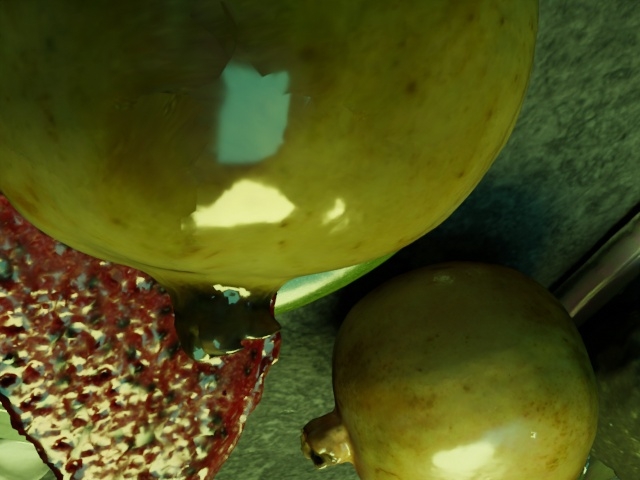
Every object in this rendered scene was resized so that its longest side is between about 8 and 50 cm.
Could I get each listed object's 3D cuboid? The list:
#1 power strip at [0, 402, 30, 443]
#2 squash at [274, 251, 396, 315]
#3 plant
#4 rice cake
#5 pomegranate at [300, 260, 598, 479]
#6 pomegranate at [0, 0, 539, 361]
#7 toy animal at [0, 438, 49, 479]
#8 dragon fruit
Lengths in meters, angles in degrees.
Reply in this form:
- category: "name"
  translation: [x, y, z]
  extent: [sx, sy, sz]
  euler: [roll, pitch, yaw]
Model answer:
- category: "power strip"
  translation: [-0.203, 0.146, 0.741]
  extent: [0.052, 0.078, 0.272]
  euler: [-41, 137, 22]
- category: "squash"
  translation: [0.001, 0.003, 0.697]
  extent: [0.318, 0.080, 0.071]
  euler: [-27, 176, 5]
- category: "plant"
  translation: [0.339, 0.171, 0.898]
  extent: [0.199, 0.188, 0.276]
  euler: [-42, 175, -22]
- category: "rice cake"
  translation: [0.308, 0.027, 0.879]
  extent: [0.055, 0.049, 0.270]
  euler: [20, 122, -38]
- category: "pomegranate"
  translation: [0.112, 0.150, 0.783]
  extent: [0.270, 0.229, 0.252]
  euler: [-10, 136, -8]
- category: "pomegranate"
  translation: [-0.038, -0.113, 0.420]
  extent: [0.307, 0.307, 0.307]
  euler: [-13, 137, -13]
- category: "toy animal"
  translation: [-0.311, 0.196, 0.708]
  extent: [0.103, 0.131, 0.221]
  euler: [-40, 139, 1]
- category: "dragon fruit"
  translation: [-0.152, 0.043, 0.620]
  extent: [0.205, 0.152, 0.317]
  euler: [-32, 122, -19]
